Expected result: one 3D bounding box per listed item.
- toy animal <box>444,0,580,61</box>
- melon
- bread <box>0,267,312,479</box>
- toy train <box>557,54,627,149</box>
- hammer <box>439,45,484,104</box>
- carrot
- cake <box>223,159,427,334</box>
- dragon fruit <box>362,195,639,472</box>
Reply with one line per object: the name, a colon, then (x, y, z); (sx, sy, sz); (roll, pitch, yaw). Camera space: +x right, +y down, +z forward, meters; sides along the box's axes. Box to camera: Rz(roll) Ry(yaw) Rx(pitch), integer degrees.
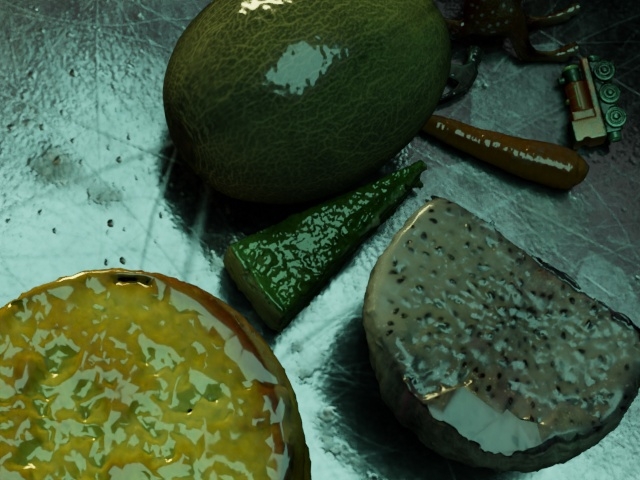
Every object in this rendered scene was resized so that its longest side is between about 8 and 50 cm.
toy animal: (0.208, -0.326, 1.872); (0.260, 0.087, 0.243); (17, 97, -26)
melon: (-0.012, -0.168, 1.777); (0.301, 0.237, 0.237); (-28, 79, -15)
bread: (-0.189, 0.209, 1.655); (0.398, 0.215, 0.398); (4, 69, -10)
toy train: (0.299, -0.154, 1.917); (0.064, 0.044, 0.103); (-11, 76, 0)
hammer: (0.077, -0.212, 1.912); (0.201, 0.021, 0.078); (23, 72, 0)
carrot: (0.186, -0.103, 1.888); (0.216, 0.048, 0.048); (18, 72, 3)
cake: (0.004, -0.020, 1.804); (0.099, 0.100, 0.235); (43, 73, 5)
dragon fruit: (0.157, 0.124, 1.722); (0.283, 0.221, 0.204); (37, 74, 7)
